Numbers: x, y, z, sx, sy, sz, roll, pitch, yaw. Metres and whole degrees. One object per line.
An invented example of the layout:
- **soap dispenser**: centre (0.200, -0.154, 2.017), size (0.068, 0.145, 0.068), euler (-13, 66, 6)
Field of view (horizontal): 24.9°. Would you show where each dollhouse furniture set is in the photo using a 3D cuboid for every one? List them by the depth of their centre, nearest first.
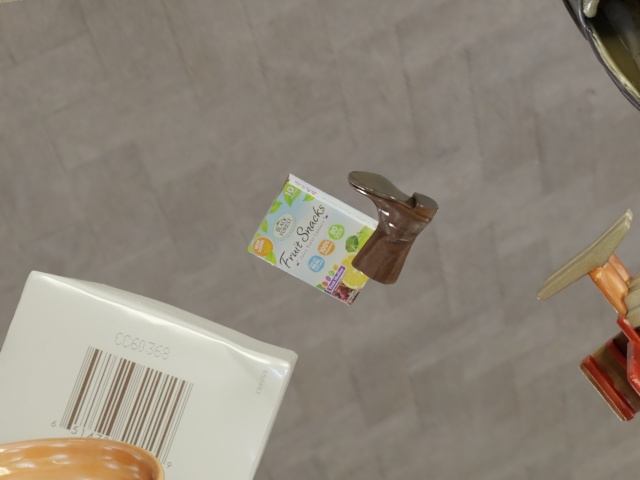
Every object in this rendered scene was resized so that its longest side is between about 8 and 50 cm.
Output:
- **dollhouse furniture set**: centre (0.284, 0.117, 1.204), size (0.135, 0.262, 0.259), euler (-39, 177, 14)

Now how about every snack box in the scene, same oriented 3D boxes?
- **snack box**: centre (0.000, 0.000, 1.696), size (0.141, 0.037, 0.100), euler (29, 109, -7)

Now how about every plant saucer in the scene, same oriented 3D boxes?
- **plant saucer**: centre (-0.199, 0.181, 0.949), size (0.200, 0.200, 0.037), euler (-12, 104, -22)

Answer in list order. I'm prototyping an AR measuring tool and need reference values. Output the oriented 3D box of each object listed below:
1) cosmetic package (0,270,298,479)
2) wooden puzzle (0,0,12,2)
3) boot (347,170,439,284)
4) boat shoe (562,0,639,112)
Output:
- **cosmetic package**: centre (-0.142, 0.133, 1.241), size (0.385, 0.217, 0.156), euler (82, 28, -85)
- **wooden puzzle**: centre (-0.260, -0.313, 1.295), size (0.221, 0.044, 0.238), euler (-12, 140, -15)
- **boot**: centre (0.053, -0.009, 1.509), size (0.106, 0.037, 0.114), euler (23, 123, -13)
- **boat shoe**: centre (0.250, -0.213, 1.204), size (0.103, 0.285, 0.092), euler (-30, 175, 28)
